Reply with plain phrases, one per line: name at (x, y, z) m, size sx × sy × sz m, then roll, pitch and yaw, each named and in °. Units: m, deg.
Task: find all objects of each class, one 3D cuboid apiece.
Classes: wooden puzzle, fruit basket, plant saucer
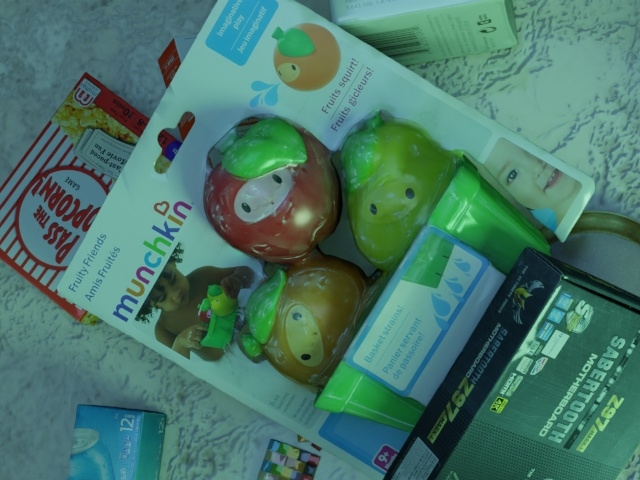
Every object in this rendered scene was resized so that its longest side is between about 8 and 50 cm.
wooden puzzle at (-0.030, 0.211, 1.340) m, size 0.049 × 0.006 × 0.083 m, roll 18°, pitch 85°, yaw 14°
fruit basket at (0.000, 0.000, 1.236) m, size 0.353 × 0.165 × 0.327 m, roll 30°, pitch 101°, yaw -6°
plant saucer at (0.240, 0.058, 1.296) m, size 0.168 × 0.029 × 0.168 m, roll -2°, pitch 82°, yaw 12°

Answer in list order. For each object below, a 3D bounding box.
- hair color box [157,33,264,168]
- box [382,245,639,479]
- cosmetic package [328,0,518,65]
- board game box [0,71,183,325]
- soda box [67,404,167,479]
hair color box at (-0.080, -0.107, 1.357) m, size 0.093 × 0.053 × 0.167 m, roll -11°, pitch 75°, yaw -28°
box at (0.184, 0.138, 1.198) m, size 0.233 × 0.183 × 0.059 m, roll -59°, pitch 37°, yaw 11°
cosmetic package at (0.086, -0.267, 1.316) m, size 0.151 × 0.151 × 0.184 m, roll -8°, pitch 80°, yaw 11°
board game box at (-0.220, -0.039, 1.400) m, size 0.147 × 0.045 × 0.193 m, roll 36°, pitch 90°, yaw 15°
soda box at (-0.193, 0.256, 1.335) m, size 0.067 × 0.071 × 0.210 m, roll 4°, pitch 82°, yaw 12°
